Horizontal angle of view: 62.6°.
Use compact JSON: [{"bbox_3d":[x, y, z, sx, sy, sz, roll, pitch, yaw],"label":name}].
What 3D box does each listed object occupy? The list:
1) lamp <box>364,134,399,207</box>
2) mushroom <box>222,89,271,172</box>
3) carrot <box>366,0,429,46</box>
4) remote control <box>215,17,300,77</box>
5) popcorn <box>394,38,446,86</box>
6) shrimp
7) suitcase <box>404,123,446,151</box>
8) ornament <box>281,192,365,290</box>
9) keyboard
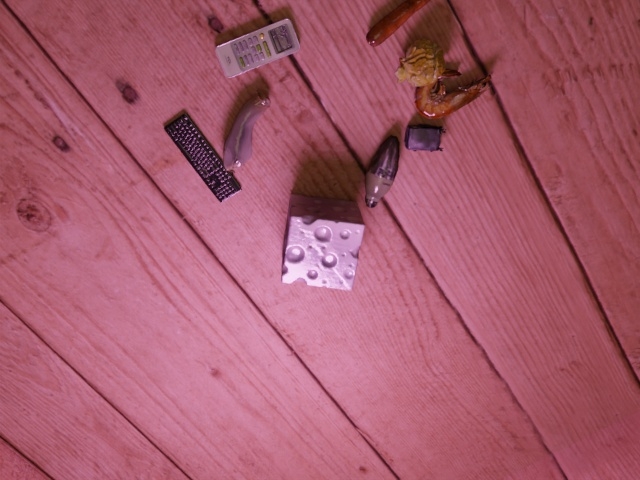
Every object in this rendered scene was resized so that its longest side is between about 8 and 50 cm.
[{"bbox_3d":[0.205,-0.228,1.756,0.101,0.101,0.250,17,109,-10],"label":"lamp"},{"bbox_3d":[-0.243,-0.346,1.684,0.096,0.099,0.278,18,108,-17],"label":"mushroom"},{"bbox_3d":[0.240,-0.676,1.592,0.248,0.059,0.059,-37,110,8],"label":"carrot"},{"bbox_3d":[-0.192,-0.589,1.614,0.250,0.034,0.103,-19,113,4],"label":"remote control"},{"bbox_3d":[0.310,-0.542,1.610,0.162,0.135,0.141,0,119,-2],"label":"popcorn"},{"bbox_3d":[0.421,-0.481,1.683,0.249,0.068,0.150,-16,108,9],"label":"shrimp"},{"bbox_3d":[0.342,-0.339,1.738,0.126,0.059,0.086,2,111,-4],"label":"suitcase"},{"bbox_3d":[0.000,0.000,1.766,0.240,0.240,0.239,7,111,-6],"label":"ornament"},{"bbox_3d":[-0.384,-0.270,1.746,0.101,0.018,0.309,-31,112,10],"label":"keyboard"}]
